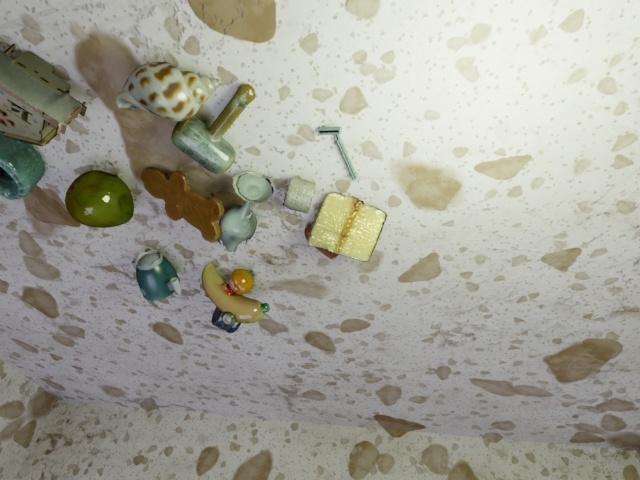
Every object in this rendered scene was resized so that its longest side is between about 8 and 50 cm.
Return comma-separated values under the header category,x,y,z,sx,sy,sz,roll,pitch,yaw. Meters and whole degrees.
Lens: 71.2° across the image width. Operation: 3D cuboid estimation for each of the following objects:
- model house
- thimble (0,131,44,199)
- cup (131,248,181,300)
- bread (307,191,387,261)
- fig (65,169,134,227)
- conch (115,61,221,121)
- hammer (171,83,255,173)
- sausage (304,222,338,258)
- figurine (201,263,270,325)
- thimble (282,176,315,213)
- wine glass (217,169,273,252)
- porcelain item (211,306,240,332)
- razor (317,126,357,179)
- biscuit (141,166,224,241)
category,x,y,z,sx,sy,sz,roll,pitch,yaw
model house,-0.890,-0.416,1.339,0.325,0.169,0.244,33,140,-20
thimble,-1.085,-0.258,1.550,0.198,0.143,0.235,7,137,6
cup,-0.697,0.136,1.881,0.299,0.167,0.173,18,135,31
bread,0.093,-0.051,1.525,0.239,0.136,0.178,18,137,-4
fig,-0.761,-0.145,1.572,0.229,0.208,0.207,2,151,-45
conch,-0.420,-0.412,1.239,0.274,0.183,0.149,10,107,-7
hammer,-0.292,-0.345,1.332,0.201,0.113,0.305,35,124,-28
sausage,0.000,0.001,1.656,0.065,0.065,0.169,-27,127,34
figurine,-0.364,0.217,1.888,0.222,0.124,0.324,-42,92,16
thimble,-0.069,-0.151,1.477,0.090,0.102,0.115,15,130,-3
wine glass,-0.275,-0.092,1.564,0.143,0.144,0.321,21,139,-10
porcelain item,-0.416,0.339,2.044,0.114,0.147,0.147,30,134,-21
razor,0.070,-0.269,1.379,0.084,0.036,0.211,10,150,37
biscuit,-0.477,-0.148,1.557,0.339,0.047,0.216,30,129,9
